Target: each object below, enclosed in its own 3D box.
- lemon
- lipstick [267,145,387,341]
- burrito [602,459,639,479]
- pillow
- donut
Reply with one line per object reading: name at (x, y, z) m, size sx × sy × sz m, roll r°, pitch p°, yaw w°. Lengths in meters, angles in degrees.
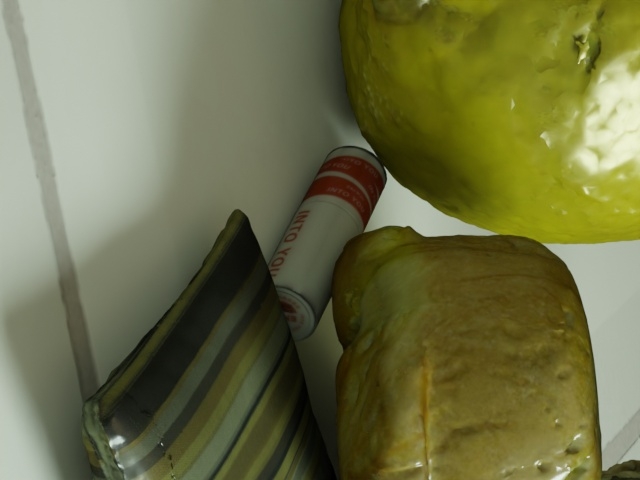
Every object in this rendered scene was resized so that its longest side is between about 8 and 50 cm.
lemon at (0.144, -0.122, 1.130) m, size 0.321 × 0.268 × 0.268 m, roll -4°, pitch 87°, yaw -33°
lipstick at (0.000, 0.000, 1.050) m, size 0.038 × 0.038 × 0.131 m, roll 68°, pitch 29°, yaw -29°
burrito at (0.172, 0.303, 1.230) m, size 0.190 × 0.135 × 0.332 m, roll 13°, pitch 75°, yaw -54°
pillow at (-0.041, 0.121, 0.919) m, size 0.208 × 0.052 × 0.212 m, roll -59°, pitch 135°, yaw -62°
donut at (0.075, 0.108, 1.015) m, size 0.261 × 0.128 × 0.208 m, roll 83°, pitch 3°, yaw -47°
